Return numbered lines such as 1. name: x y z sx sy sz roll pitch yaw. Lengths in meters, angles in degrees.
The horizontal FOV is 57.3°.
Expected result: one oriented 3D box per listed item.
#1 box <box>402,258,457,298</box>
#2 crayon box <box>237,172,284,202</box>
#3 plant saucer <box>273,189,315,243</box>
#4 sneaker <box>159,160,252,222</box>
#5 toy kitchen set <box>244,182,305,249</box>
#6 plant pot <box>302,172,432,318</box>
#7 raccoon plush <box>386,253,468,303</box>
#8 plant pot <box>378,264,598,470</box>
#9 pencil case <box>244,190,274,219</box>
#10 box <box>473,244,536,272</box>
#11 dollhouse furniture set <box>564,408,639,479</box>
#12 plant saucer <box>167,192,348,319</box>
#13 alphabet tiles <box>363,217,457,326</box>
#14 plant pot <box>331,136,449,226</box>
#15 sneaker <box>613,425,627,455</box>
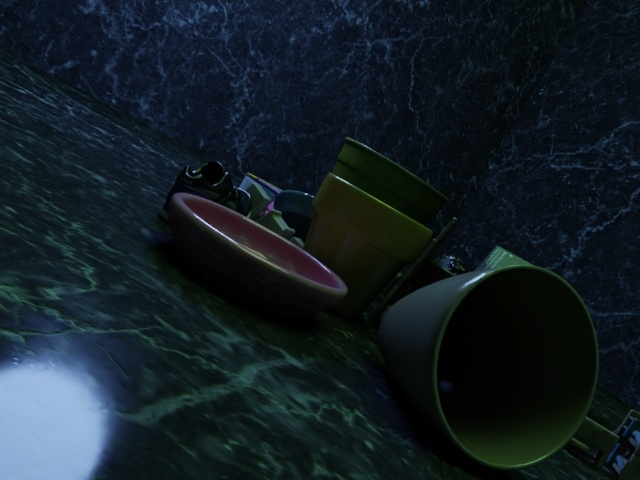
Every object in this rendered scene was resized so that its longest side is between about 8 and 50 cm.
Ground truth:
1. box: 0.285 0.174 1.263 0.203 0.168 0.167 32 -1 24
2. crayon box: -0.081 -0.079 2.058 0.313 0.106 0.363 26 7 -46
3. plant saucer: 0.000 0.000 1.485 0.317 0.044 0.318 31 -24 16
4. sneaker: -0.206 -0.101 1.214 0.107 0.124 0.283 29 18 13
5. toy kitchen set: -0.112 -0.010 1.412 0.207 0.122 0.166 53 13 18
6. plant pot: 0.067 0.021 1.228 0.254 0.239 0.254 30 6 -3
7. raccoon plush: 0.395 0.194 1.668 0.299 0.216 0.446 37 4 -10
8. plant pot: 0.202 0.160 0.856 0.256 0.257 0.274 28 -10 -18
9. pencil case: -0.173 -0.087 1.767 0.098 0.095 0.209 54 17 20
10. box: 0.524 0.122 1.669 0.158 0.156 0.093 33 -32 26
11. dollhouse furniture set: 0.587 0.389 1.176 0.183 0.129 0.129 31 5 10
12. plant saucer: -0.114 0.033 0.987 0.332 0.084 0.332 29 6 -4
13. alphabet tiles: 0.204 0.068 1.283 0.011 0.285 0.342 41 8 11
14. plant pot: 0.142 -0.067 1.792 0.366 0.353 0.366 31 6 -4
15. sneaker: 0.695 0.464 1.388 0.042 0.067 0.118 30 5 -5
